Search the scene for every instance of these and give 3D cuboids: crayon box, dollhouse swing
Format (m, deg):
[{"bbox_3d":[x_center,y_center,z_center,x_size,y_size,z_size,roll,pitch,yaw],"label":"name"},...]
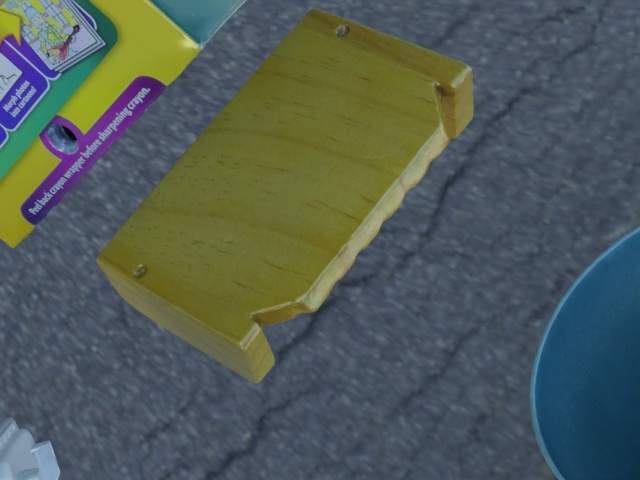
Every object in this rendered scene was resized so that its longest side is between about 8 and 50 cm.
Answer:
[{"bbox_3d":[-0.273,-0.195,1.197,0.313,0.363,0.106,43,48,-9],"label":"crayon box"},{"bbox_3d":[0.000,0.000,1.541,0.347,0.315,0.305,-51,139,-14],"label":"dollhouse swing"}]

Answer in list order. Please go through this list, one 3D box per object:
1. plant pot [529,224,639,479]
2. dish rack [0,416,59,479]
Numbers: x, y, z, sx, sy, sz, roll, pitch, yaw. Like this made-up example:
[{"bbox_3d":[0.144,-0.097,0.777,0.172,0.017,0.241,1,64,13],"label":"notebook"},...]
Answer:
[{"bbox_3d":[0.320,0.133,1.050,0.290,0.290,0.195,-44,129,-9],"label":"plant pot"},{"bbox_3d":[-0.220,0.270,1.161,0.072,0.333,0.285,-19,91,-9],"label":"dish rack"}]
